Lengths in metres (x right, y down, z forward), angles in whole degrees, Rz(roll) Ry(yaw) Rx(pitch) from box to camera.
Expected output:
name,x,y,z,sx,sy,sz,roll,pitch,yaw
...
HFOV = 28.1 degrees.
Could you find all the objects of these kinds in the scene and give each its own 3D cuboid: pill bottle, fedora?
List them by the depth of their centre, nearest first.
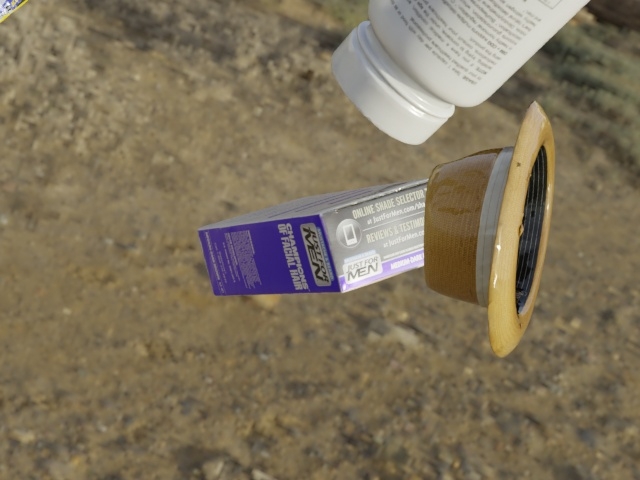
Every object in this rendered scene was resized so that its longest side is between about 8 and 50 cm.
name,x,y,z,sx,sy,sz,roll,pitch,yaw
fedora,0.118,-0.012,0.927,0.079,0.194,0.194,8,17,17
pill bottle,0.150,-0.236,1.276,0.160,0.283,0.160,34,28,-22

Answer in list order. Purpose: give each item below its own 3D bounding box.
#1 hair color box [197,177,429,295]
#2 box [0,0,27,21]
name,x,y,z,sx,sy,sz,roll,pitch,yaw
hair color box,0.000,0.000,1.674,0.185,0.110,0.339,-18,5,-30
box,-0.337,-0.322,1.467,0.054,0.169,0.059,41,-11,48
